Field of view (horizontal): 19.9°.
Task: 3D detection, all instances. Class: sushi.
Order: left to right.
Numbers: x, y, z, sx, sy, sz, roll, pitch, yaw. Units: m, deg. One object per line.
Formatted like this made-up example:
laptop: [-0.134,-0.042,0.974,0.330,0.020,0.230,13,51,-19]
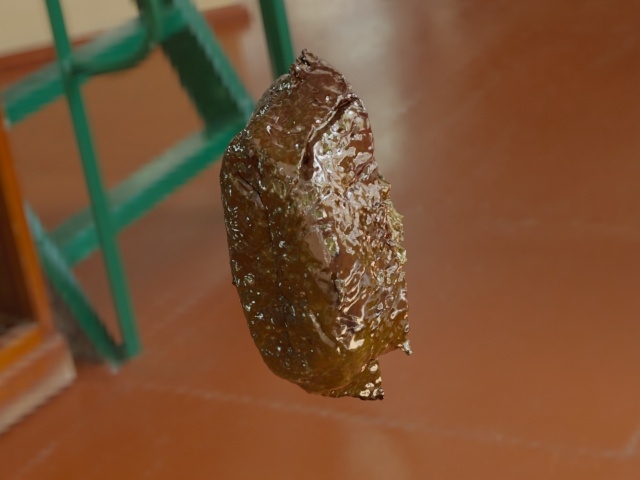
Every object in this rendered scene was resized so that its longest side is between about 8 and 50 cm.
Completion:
sushi: [0.003,0.001,0.576,0.061,0.118,0.060,23,36,35]
